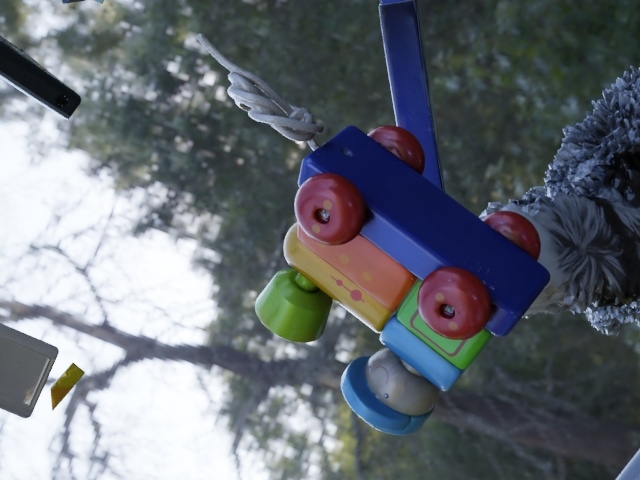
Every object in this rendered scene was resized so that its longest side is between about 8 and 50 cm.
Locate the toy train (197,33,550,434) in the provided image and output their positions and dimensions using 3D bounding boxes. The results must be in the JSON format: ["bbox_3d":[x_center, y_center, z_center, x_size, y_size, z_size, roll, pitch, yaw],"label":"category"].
[{"bbox_3d":[0.000,0.000,0.806,0.105,0.248,0.143,-40,-16,-54],"label":"toy train"}]

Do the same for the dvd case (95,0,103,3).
[{"bbox_3d":[-0.268,-0.293,1.425,0.013,0.087,0.119,-60,18,24],"label":"dvd case"}]

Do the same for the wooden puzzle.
[{"bbox_3d":[-0.284,0.120,1.228,0.078,0.116,0.014,-59,9,1],"label":"wooden puzzle"}]

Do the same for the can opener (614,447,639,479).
[{"bbox_3d":[0.269,0.125,0.927,0.280,0.093,0.074,-61,34,24],"label":"can opener"}]

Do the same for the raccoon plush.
[{"bbox_3d":[0.200,-0.012,1.121,0.446,0.216,0.299,-4,-19,-35],"label":"raccoon plush"}]

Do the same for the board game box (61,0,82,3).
[{"bbox_3d":[-0.130,-0.248,0.880,0.186,0.026,0.126,-48,-52,-51],"label":"board game box"}]

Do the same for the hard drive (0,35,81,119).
[{"bbox_3d":[-0.240,-0.140,0.938,0.022,0.094,0.135,-53,-42,1],"label":"hard drive"}]

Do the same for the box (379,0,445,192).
[{"bbox_3d":[0.080,-0.158,1.196,0.136,0.036,0.225,-83,-15,-66],"label":"box"}]
